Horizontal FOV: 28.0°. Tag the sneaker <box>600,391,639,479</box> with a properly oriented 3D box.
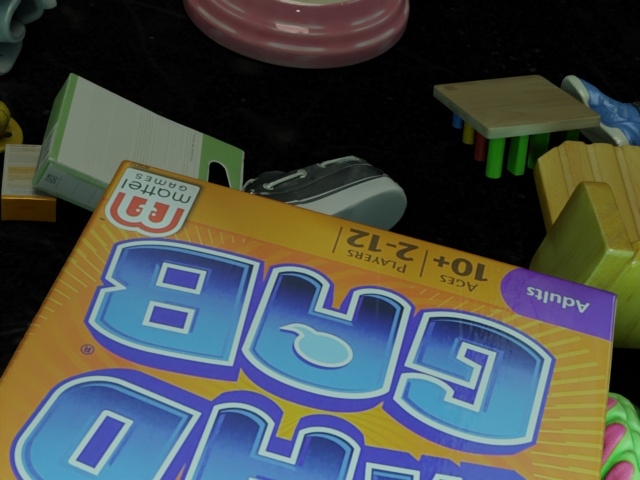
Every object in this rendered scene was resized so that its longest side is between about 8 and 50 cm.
[{"bbox_3d":[0.317,0.339,1.024,0.202,0.185,0.482,14,50,-27],"label":"sneaker"}]

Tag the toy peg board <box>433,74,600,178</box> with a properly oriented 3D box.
[{"bbox_3d":[0.249,-0.146,1.664,0.161,0.079,0.160,-8,28,-20],"label":"toy peg board"}]

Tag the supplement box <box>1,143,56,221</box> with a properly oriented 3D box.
[{"bbox_3d":[-0.333,-0.066,1.472,0.062,0.036,0.098,2,43,-10],"label":"supplement box"}]

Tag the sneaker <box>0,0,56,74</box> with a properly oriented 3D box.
[{"bbox_3d":[-0.508,-0.284,1.605,0.210,0.137,0.366,26,40,22],"label":"sneaker"}]

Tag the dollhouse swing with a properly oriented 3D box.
[{"bbox_3d":[0.427,-0.045,1.427,0.347,0.315,0.304,4,62,-6],"label":"dollhouse swing"}]

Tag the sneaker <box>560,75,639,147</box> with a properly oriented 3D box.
[{"bbox_3d":[0.391,-0.170,1.714,0.085,0.058,0.152,-18,52,-20],"label":"sneaker"}]

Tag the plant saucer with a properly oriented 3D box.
[{"bbox_3d":[-0.032,-0.372,1.844,0.332,0.084,0.332,5,41,-4],"label":"plant saucer"}]

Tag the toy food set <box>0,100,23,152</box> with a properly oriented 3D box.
[{"bbox_3d":[-0.463,-0.149,1.513,0.218,0.071,0.128,6,41,-4],"label":"toy food set"}]

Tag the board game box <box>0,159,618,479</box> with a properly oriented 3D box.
[{"bbox_3d":[-0.033,0.227,0.865,0.356,0.356,0.356,15,43,4],"label":"board game box"}]

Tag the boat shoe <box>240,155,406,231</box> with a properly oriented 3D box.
[{"bbox_3d":[-0.048,-0.028,1.427,0.301,0.108,0.102,-21,52,-30],"label":"boat shoe"}]

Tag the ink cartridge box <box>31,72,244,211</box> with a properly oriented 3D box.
[{"bbox_3d":[-0.208,-0.087,1.508,0.235,0.056,0.171,25,36,-20],"label":"ink cartridge box"}]
